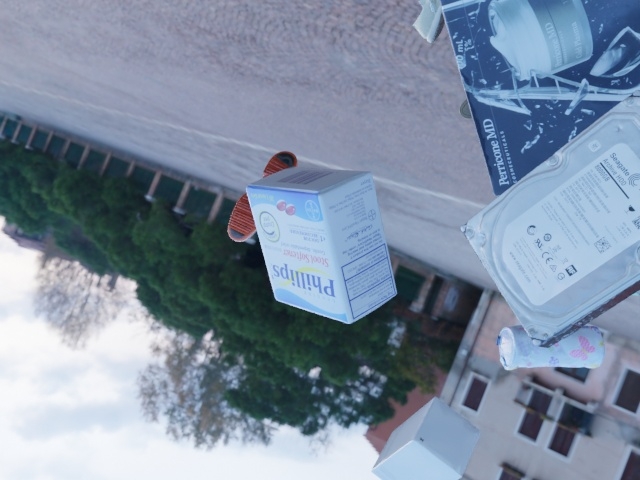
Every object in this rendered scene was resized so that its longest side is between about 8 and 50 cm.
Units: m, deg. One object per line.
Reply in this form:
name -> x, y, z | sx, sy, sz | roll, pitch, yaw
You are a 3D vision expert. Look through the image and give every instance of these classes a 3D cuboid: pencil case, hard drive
pencil case -> 0.624, 0.292, 1.825 | 0.273, 0.124, 0.113 | -1, -168, -6
hard drive -> 0.404, -0.027, 1.005 | 0.064, 0.339, 0.237 | 17, -140, -52

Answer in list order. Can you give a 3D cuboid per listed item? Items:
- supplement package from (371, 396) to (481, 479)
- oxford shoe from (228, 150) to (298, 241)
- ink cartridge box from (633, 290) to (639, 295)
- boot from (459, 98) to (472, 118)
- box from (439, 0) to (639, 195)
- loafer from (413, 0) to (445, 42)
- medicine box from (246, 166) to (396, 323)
supplement package -> 0.316, 0.641, 2.039 | 0.175, 0.177, 0.293 | 37, 139, 5
oxford shoe -> -0.133, -0.095, 1.699 | 0.097, 0.271, 0.098 | 28, 159, 21
ink cartridge box -> 0.851, 0.059, 2.098 | 0.117, 0.201, 0.278 | 28, 161, -34
boot -> 0.478, -0.414, 1.952 | 0.073, 0.197, 0.152 | 60, -177, -11
box -> 0.556, -0.391, 1.388 | 0.471, 0.480, 0.297 | -7, -153, 33
loafer -> 0.337, -0.710, 1.958 | 0.092, 0.269, 0.102 | 25, -141, 10
medicine box -> 0.000, 0.000, 1.455 | 0.149, 0.289, 0.263 | -26, -157, -34
